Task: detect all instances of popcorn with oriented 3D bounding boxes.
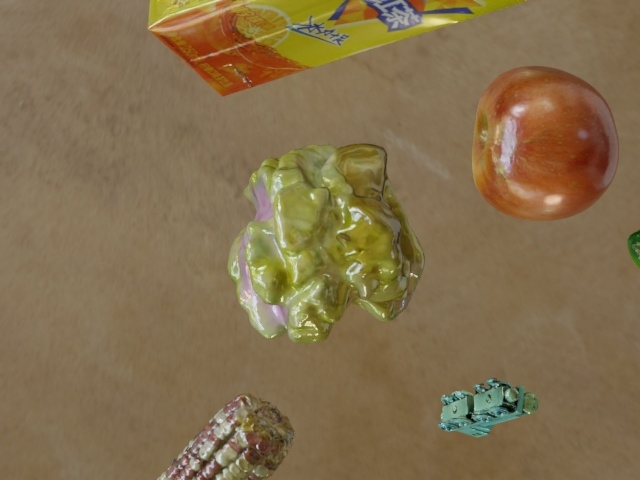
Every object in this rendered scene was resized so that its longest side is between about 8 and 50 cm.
[{"bbox_3d":[0.000,0.000,0.918,0.126,0.145,0.126,-12,88,5],"label":"popcorn"}]

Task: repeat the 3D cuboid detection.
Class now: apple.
[{"bbox_3d":[0.231,-0.098,1.463,0.139,0.163,0.163,4,105,-4],"label":"apple"}]

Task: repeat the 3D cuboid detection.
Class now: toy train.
[{"bbox_3d":[0.120,0.122,1.024,0.045,0.092,0.029,19,66,-23],"label":"toy train"}]

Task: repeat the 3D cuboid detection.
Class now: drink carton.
[{"bbox_3d":[0.015,-0.264,1.416,0.351,0.111,0.154,-15,150,24],"label":"drink carton"}]

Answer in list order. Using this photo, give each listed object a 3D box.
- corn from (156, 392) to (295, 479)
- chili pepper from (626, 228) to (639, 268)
[{"bbox_3d":[-0.121,0.235,1.289,0.079,0.079,0.237,42,103,-14],"label":"corn"},{"bbox_3d":[0.403,-0.032,1.282,0.257,0.074,0.100,-21,73,3],"label":"chili pepper"}]
